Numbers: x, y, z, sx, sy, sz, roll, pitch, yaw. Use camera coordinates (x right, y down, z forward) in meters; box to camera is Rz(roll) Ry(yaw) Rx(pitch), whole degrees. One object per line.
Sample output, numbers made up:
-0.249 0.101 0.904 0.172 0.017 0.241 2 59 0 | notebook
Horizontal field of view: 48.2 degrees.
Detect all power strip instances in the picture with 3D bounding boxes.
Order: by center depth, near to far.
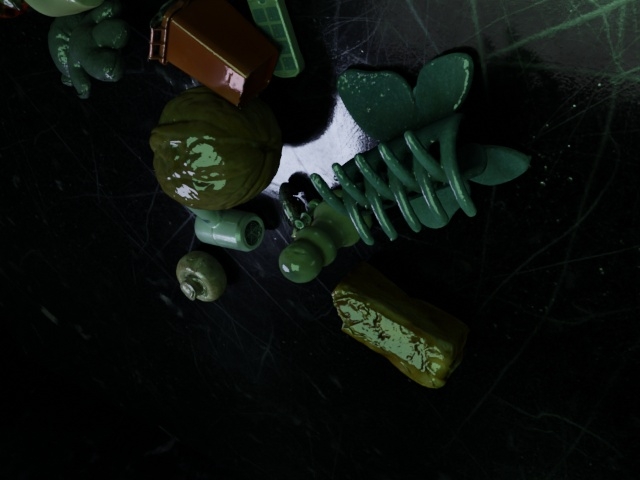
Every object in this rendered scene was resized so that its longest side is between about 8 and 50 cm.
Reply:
-0.094 -0.436 1.464 0.079 0.029 0.227 7 130 38 | power strip

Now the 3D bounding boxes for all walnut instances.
-0.243 -0.211 1.622 0.312 0.252 0.277 7 122 30 | walnut

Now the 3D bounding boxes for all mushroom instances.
-0.361 0.110 2.147 0.166 0.127 0.166 18 131 23 | mushroom

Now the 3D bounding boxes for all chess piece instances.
0.000 0.000 1.623 0.133 0.243 0.133 25 139 24 | chess piece
-0.030 -0.059 1.715 0.042 0.093 0.042 25 140 23 | chess piece

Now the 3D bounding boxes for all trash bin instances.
-0.221 -0.393 1.475 0.238 0.184 0.161 41 149 7 | trash bin

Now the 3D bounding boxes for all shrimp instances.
-0.060 -0.065 1.751 0.056 0.065 0.165 -16 109 22 | shrimp

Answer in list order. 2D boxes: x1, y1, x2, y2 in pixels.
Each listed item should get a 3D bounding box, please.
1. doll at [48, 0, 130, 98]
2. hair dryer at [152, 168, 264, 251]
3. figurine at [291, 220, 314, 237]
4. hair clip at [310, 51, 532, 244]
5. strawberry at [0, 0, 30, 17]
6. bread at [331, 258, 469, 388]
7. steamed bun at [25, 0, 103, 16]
-0.530 -0.456 1.720 0.340 0.158 0.246 16 95 40 | doll
-0.303 -0.088 1.823 0.173 0.108 0.357 9 159 36 | hair dryer
-0.038 -0.028 1.796 0.083 0.047 0.051 10 122 29 | figurine
0.176 -0.145 1.339 0.318 0.238 0.392 -16 114 46 | hair clip
-0.854 -0.696 1.702 0.351 0.312 0.267 48 125 23 | strawberry
0.181 0.202 1.702 0.343 0.195 0.149 32 121 14 | bread
-0.597 -0.624 1.588 0.199 0.155 0.250 4 127 37 | steamed bun
